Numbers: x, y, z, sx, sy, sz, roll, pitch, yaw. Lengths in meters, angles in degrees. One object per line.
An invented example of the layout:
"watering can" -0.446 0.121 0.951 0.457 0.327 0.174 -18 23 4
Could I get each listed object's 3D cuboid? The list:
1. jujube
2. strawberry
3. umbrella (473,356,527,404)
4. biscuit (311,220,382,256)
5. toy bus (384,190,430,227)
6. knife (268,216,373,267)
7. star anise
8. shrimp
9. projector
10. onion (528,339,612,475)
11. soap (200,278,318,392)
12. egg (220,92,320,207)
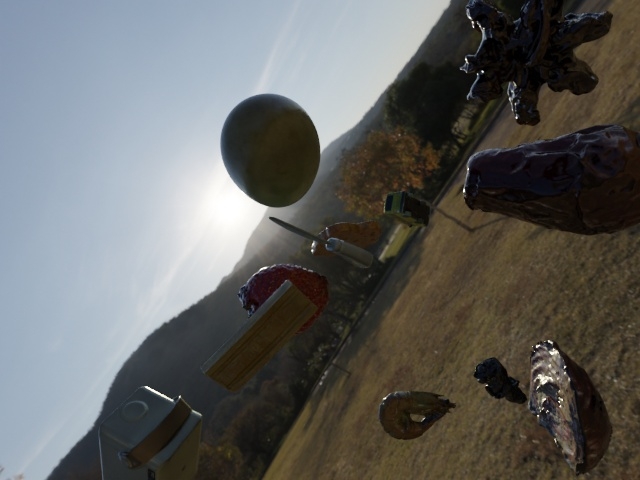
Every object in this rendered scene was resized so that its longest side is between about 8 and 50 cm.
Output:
"jujube" 0.459 -0.118 0.834 0.216 0.342 0.216 -2 -87 -58
"strawberry" -0.104 0.194 1.357 0.288 0.239 0.250 -17 -7 8
"umbrella" 0.497 0.398 1.140 0.080 0.224 0.071 -39 35 18
"biscuit" 0.116 -0.012 1.871 0.312 0.057 0.351 -11 -18 -8
"toy bus" 0.311 -0.109 1.499 0.101 0.175 0.088 -1 74 44
"knife" -0.001 0.000 1.008 0.080 0.331 0.044 11 80 54
"star anise" 0.296 -0.272 0.608 0.190 0.220 0.126 -42 9 47
"shrimp" 0.309 0.540 1.320 0.061 0.267 0.145 145 121 -67
"projector" -0.378 0.464 0.948 0.163 0.177 0.243 -49 -24 -58
"onion" 0.662 0.415 1.096 0.314 0.146 0.280 -76 -18 -68
"soap" -0.122 0.198 0.861 0.252 0.092 0.037 -46 31 -4
"egg" -0.108 -0.187 0.955 0.218 0.218 0.295 -55 -20 -27
